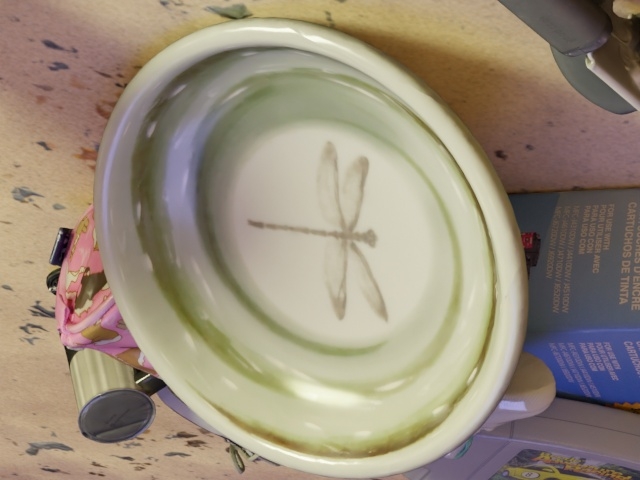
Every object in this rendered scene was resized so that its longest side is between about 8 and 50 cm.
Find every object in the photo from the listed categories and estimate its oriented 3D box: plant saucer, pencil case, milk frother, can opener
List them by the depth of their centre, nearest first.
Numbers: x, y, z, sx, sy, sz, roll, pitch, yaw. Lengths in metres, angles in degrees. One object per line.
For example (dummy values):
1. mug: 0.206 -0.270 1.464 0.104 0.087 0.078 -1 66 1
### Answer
1. can opener: 0.160 -0.163 1.308 0.095 0.076 0.283 -17 142 42
2. plant saucer: 0.000 0.000 1.520 0.400 0.100 0.401 13 117 26
3. pencil case: -0.083 0.091 1.810 0.167 0.160 0.386 -18 143 42
4. milk frother: -0.234 0.114 1.931 0.143 0.135 0.129 27 118 -37

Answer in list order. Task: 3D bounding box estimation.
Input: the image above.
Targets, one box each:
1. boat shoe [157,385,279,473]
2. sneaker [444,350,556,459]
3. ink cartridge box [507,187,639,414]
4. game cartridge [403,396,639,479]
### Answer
1. boat shoe: -0.069 0.200 2.076 0.306 0.113 0.105 16 140 -33
2. sneaker: 0.118 0.148 1.585 0.212 0.080 0.094 -4 114 41
3. ink cartridge box: 0.263 0.076 1.674 0.395 0.151 0.270 -4 151 22
4. game cartridge: 0.234 0.205 1.719 0.294 0.060 0.196 12 152 -8
